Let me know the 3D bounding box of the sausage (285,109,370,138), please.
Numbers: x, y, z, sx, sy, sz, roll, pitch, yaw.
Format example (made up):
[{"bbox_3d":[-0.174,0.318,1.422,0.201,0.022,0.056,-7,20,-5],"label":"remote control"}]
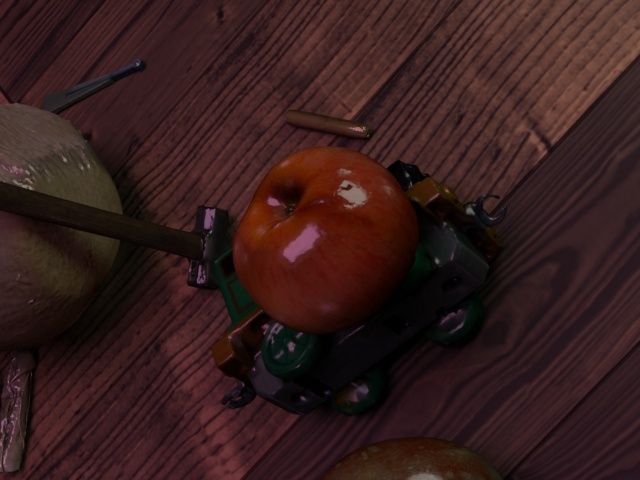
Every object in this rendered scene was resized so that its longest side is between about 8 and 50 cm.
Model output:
[{"bbox_3d":[0.009,-0.157,1.733,0.132,0.024,0.024,14,82,33],"label":"sausage"}]

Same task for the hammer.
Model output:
[{"bbox_3d":[-0.267,-0.023,1.649,0.043,0.365,0.111,-1,77,47],"label":"hammer"}]

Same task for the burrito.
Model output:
[{"bbox_3d":[-0.443,0.245,1.850,0.045,0.041,0.186,-12,67,35],"label":"burrito"}]

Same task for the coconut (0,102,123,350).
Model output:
[{"bbox_3d":[-0.493,-0.018,1.760,0.415,0.415,0.345,2,93,30],"label":"coconut"}]

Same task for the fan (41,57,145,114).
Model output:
[{"bbox_3d":[-0.349,-0.237,1.964,0.193,0.016,0.038,-21,63,23],"label":"fan"}]

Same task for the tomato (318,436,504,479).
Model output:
[{"bbox_3d":[0.094,0.348,1.412,0.270,0.222,0.270,-10,71,30],"label":"tomato"}]

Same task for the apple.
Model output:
[{"bbox_3d":[0.000,0.000,1.397,0.209,0.164,0.209,-21,51,29],"label":"apple"}]

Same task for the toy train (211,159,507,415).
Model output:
[{"bbox_3d":[0.033,0.050,1.577,0.429,0.178,0.249,-38,49,14],"label":"toy train"}]
